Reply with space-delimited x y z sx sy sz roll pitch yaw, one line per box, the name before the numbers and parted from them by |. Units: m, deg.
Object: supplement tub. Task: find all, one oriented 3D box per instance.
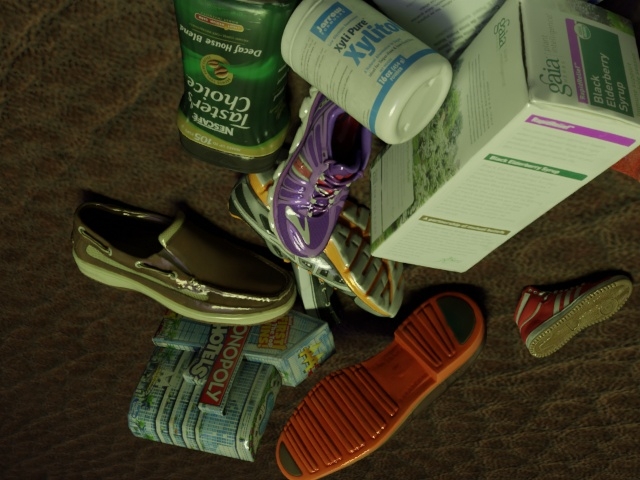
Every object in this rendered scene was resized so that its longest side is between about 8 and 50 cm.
supplement tub | 0.032 -0.123 0.537 0.107 0.071 0.071 41 146 20

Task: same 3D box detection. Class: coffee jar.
coffee jar | -0.067 -0.137 0.609 0.096 0.079 0.184 15 142 4

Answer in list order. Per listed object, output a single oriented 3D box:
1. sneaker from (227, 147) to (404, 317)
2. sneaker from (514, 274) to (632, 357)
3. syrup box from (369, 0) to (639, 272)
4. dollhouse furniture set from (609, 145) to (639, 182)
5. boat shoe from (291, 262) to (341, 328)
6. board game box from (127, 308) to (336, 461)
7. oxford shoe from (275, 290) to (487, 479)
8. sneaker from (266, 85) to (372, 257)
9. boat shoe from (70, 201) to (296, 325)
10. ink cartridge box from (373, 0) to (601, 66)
sneaker | 0.000 0.000 0.754 0.215 0.084 0.083 45 136 -16
sneaker | 0.248 0.061 0.769 0.118 0.067 0.042 -36 120 11
syrup box | 0.125 -0.066 0.570 0.096 0.093 0.237 11 153 -19
dollhouse furniture set | 0.349 -0.023 0.574 0.201 0.152 0.374 -28 106 42
boat shoe | -0.005 0.049 0.843 0.040 0.049 0.142 -18 137 -6
board game box | -0.091 0.134 0.842 0.194 0.194 0.060 5 140 19
oxford shoe | 0.074 0.172 0.826 0.271 0.097 0.098 -37 146 2
sneaker | 0.002 -0.055 0.638 0.068 0.071 0.170 3 120 -23
boat shoe | -0.151 0.019 0.819 0.258 0.095 0.095 12 135 7
ink cartridge box | 0.100 -0.227 0.466 0.223 0.045 0.224 -24 129 40
